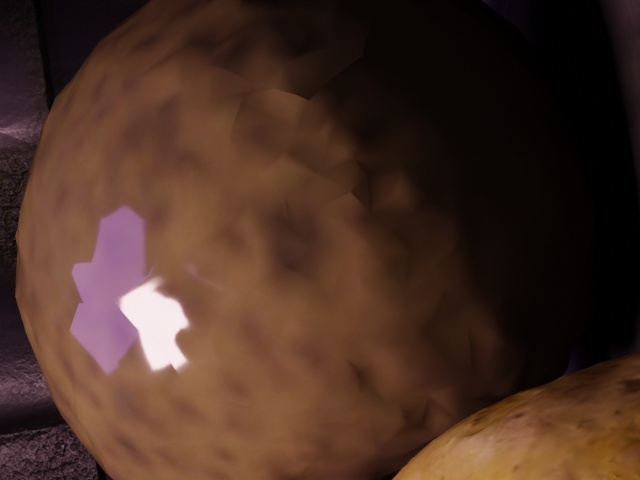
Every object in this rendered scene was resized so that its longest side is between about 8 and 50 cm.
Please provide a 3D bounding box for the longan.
[{"bbox_3d":[0.000,0.000,1.160,0.391,0.391,0.391,171,90,-86],"label":"longan"}]

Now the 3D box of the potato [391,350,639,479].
[{"bbox_3d":[0.122,0.171,0.873,0.285,0.242,0.242,-123,24,-74],"label":"potato"}]
